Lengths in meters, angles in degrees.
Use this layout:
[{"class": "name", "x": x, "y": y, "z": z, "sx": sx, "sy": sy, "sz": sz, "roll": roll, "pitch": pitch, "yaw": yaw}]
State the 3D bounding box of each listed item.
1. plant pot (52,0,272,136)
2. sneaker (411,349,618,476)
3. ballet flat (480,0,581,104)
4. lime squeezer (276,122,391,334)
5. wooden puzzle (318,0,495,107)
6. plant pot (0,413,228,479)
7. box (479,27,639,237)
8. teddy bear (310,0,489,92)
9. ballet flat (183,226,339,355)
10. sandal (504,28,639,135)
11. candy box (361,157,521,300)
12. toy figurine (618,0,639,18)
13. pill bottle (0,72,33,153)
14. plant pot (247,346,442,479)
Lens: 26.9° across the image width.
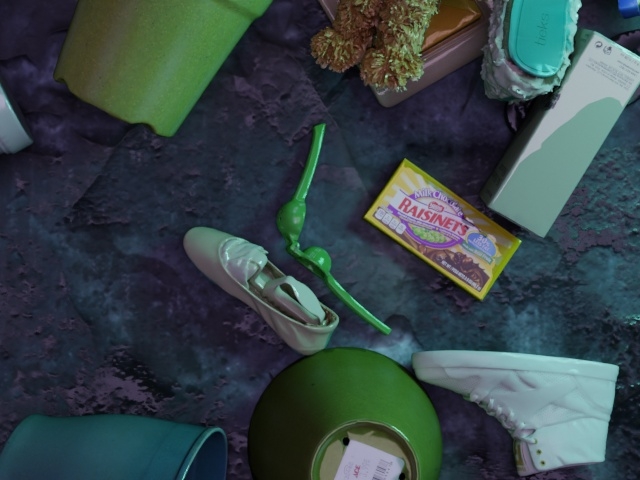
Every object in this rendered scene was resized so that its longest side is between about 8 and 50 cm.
[{"class": "plant pot", "x": -0.221, "y": -0.286, "z": 1.768, "sx": 0.276, "sy": 0.276, "sz": 0.254, "roll": 28, "pitch": 98, "yaw": -3}, {"class": "sneaker", "x": 0.264, "y": 0.239, "z": 1.846, "sx": 0.292, "sy": 0.108, "sz": 0.169, "roll": 7, "pitch": 85, "yaw": -5}, {"class": "ballet flat", "x": 0.295, "y": -0.367, "z": 1.842, "sx": 0.147, "sy": 0.147, "sz": 0.409, "roll": 20, "pitch": 69, "yaw": -3}, {"class": "lime squeezer", "x": 0.000, "y": 0.000, "z": 1.870, "sx": 0.110, "sy": 0.059, "sz": 0.310, "roll": -17, "pitch": 88, "yaw": -34}, {"class": "wooden puzzle", "x": 0.124, "y": -0.340, "z": 1.884, "sx": 0.221, "sy": 0.044, "sz": 0.239, "roll": -30, "pitch": 91, "yaw": -5}, {"class": "plant pot", "x": -0.285, "y": 0.345, "z": 1.738, "sx": 0.255, "sy": 0.271, "sz": 0.272, "roll": 13, "pitch": 87, "yaw": 11}, {"class": "box", "x": 0.330, "y": -0.148, "z": 1.829, "sx": 0.094, "sy": 0.113, "sz": 0.275, "roll": 30, "pitch": 99, "yaw": -6}, {"class": "teddy bear", "x": 0.114, "y": -0.357, "z": 1.787, "sx": 0.338, "sy": 0.113, "sz": 0.245, "roll": -48, "pitch": 51, "yaw": 3}, {"class": "ballet flat", "x": -0.076, "y": 0.055, "z": 1.836, "sx": 0.248, "sy": 0.086, "sz": 0.086, "roll": 40, "pitch": 86, "yaw": -6}, {"class": "sandal", "x": 0.384, "y": -0.215, "z": 1.893, "sx": 0.254, "sy": 0.054, "sz": 0.097, "roll": -30, "pitch": 91, "yaw": -4}, {"class": "candy box", "x": 0.171, "y": -0.015, "z": 1.886, "sx": 0.206, "sy": 0.027, "sz": 0.105, "roll": 35, "pitch": 83, "yaw": -3}, {"class": "toy figurine", "x": 0.482, "y": -0.337, "z": 1.860, "sx": 0.217, "sy": 0.191, "sz": 0.363, "roll": -3, "pitch": 88, "yaw": 10}, {"class": "pill bottle", "x": -0.535, "y": -0.126, "z": 1.773, "sx": 0.278, "sy": 0.162, "sz": 0.162, "roll": -27, "pitch": 90, "yaw": -4}, {"class": "plant pot", "x": 0.045, "y": 0.281, "z": 1.735, "sx": 0.274, "sy": 0.293, "sz": 0.275, "roll": 0, "pitch": 88, "yaw": -4}]
